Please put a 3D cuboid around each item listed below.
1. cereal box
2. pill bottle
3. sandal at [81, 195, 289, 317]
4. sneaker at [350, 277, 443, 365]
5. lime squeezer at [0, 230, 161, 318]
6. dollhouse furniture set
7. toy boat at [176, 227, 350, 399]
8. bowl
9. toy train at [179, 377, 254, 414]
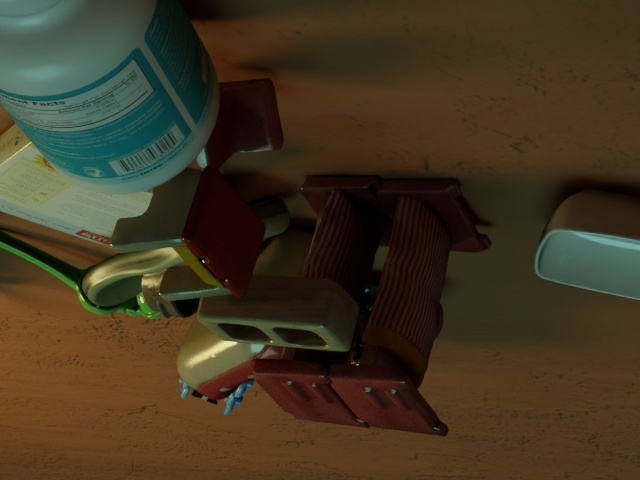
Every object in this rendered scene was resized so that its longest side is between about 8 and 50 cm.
[{"bbox_3d":[-0.214,-0.057,1.687,0.173,0.047,0.240,20,160,-24],"label":"cereal box"},{"bbox_3d":[-0.167,-0.143,1.260,0.146,0.146,0.264,7,160,14],"label":"pill bottle"},{"bbox_3d":[-0.132,0.031,1.761,0.120,0.086,0.303,-26,-175,-36],"label":"sandal"},{"bbox_3d":[0.058,0.108,1.932,0.135,0.098,0.276,5,158,-33],"label":"sneaker"},{"bbox_3d":[-0.204,0.037,1.976,0.310,0.059,0.110,8,129,13],"label":"lime squeezer"},{"bbox_3d":[0.000,0.000,1.506,0.152,0.201,0.374,3,155,25],"label":"dollhouse furniture set"},{"bbox_3d":[-0.037,0.094,1.817,0.151,0.151,0.231,34,150,-17],"label":"toy boat"},{"bbox_3d":[0.258,0.001,1.563,0.142,0.053,0.142,11,162,3],"label":"bowl"},{"bbox_3d":[-0.109,0.130,2.073,0.080,0.105,0.184,21,161,-3],"label":"toy train"}]
